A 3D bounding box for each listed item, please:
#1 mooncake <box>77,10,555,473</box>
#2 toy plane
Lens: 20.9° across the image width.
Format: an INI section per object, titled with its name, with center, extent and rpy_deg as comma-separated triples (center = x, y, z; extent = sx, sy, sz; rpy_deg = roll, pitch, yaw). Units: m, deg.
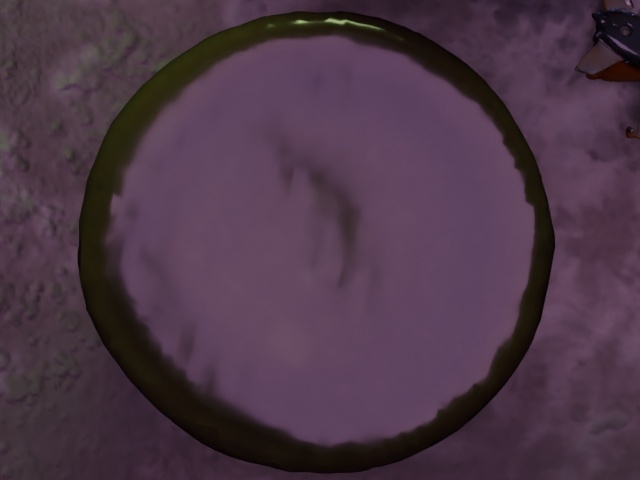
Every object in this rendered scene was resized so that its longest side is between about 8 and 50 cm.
[mooncake]
center = 0.000, 0.000, 1.073
extent = 0.284, 0.155, 0.284
rpy_deg = 1, 95, 6
[toy plane]
center = 0.253, -0.107, 1.094
extent = 0.188, 0.062, 0.135
rpy_deg = 19, 69, 0
